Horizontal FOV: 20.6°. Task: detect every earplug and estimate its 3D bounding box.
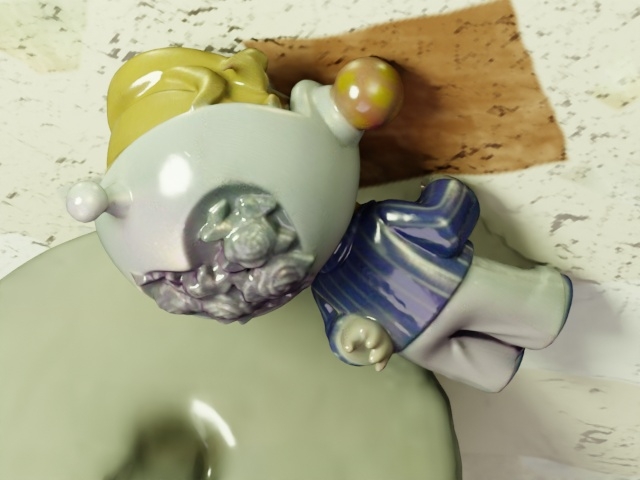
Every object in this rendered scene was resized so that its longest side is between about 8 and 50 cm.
[{"bbox_3d":[-0.103,0.219,1.129,0.312,0.313,0.394,22,146,3],"label":"earplug"}]

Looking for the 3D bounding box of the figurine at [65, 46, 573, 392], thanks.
[{"bbox_3d":[-0.003,0.007,0.951,0.194,0.133,0.274,-24,127,29],"label":"figurine"}]
